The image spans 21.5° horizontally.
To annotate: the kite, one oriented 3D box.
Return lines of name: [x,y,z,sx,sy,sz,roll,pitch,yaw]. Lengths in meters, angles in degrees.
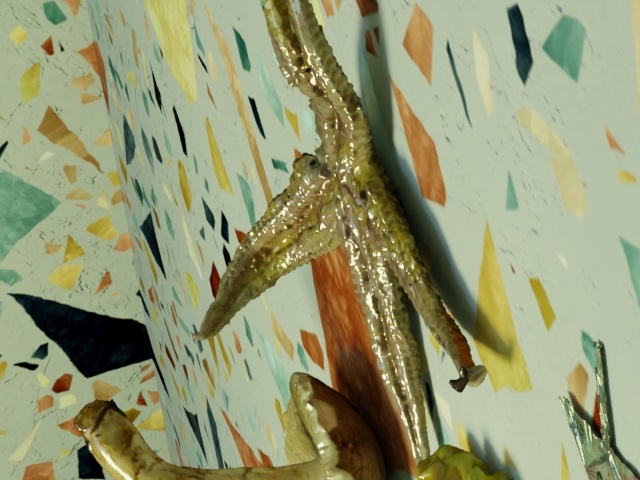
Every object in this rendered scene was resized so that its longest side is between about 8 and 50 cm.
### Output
kite: [0.192,0.137,1.118,0.137,0.005,0.152,-130,27,-52]

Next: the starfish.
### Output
starfish: [0.009,-0.003,1.428,0.383,0.132,0.398,62,150,18]

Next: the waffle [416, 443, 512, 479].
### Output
waffle: [0.133,0.281,1.410,0.229,0.057,0.219,104,147,-65]

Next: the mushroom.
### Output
mushroom: [-0.069,0.256,1.738,0.208,0.302,0.233,16,-113,-67]
